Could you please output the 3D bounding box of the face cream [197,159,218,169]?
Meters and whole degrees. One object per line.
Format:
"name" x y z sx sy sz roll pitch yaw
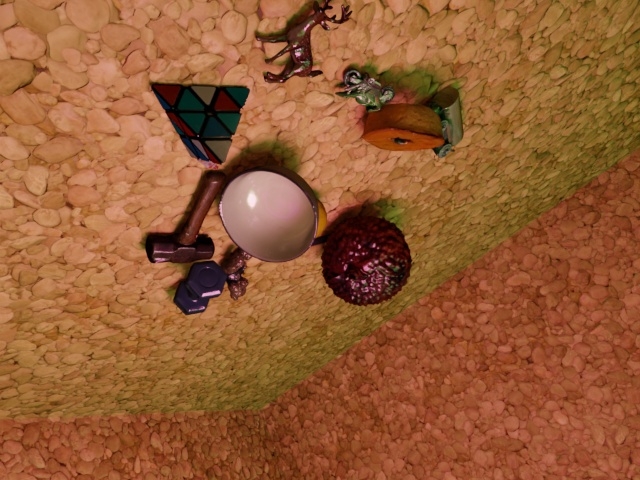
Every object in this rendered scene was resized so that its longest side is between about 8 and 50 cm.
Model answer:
"face cream" -0.359 -0.253 1.466 0.040 0.021 0.083 -35 149 11

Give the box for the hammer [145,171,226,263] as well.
"hammer" -0.439 -0.074 1.603 0.242 0.095 0.409 3 135 -41

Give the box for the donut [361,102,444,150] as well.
"donut" 0.288 -0.392 1.592 0.302 0.110 0.303 3 179 0

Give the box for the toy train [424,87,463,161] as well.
"toy train" 0.486 -0.443 1.770 0.189 0.127 0.307 -32 149 5

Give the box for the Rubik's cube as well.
"Rubik's cube" -0.320 -0.299 1.226 0.284 0.234 0.250 -38 147 17

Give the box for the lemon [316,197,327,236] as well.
"lemon" -0.057 -0.084 1.826 0.169 0.170 0.207 -18 155 -17

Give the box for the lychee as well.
"lychee" 0.199 0.092 2.039 0.424 0.425 0.500 -40 175 18

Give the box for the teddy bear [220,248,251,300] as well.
"teddy bear" -0.361 0.130 1.930 0.182 0.129 0.252 -54 156 -57

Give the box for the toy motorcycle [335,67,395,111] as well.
"toy motorcycle" 0.147 -0.476 1.469 0.190 0.074 0.106 17 117 -23

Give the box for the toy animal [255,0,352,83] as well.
"toy animal" -0.046 -0.549 1.252 0.259 0.087 0.243 -25 163 -10

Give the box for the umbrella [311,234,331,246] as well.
"umbrella" 0.000 -0.001 2.118 0.132 0.031 0.036 -16 156 -23

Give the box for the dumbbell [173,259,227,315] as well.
"dumbbell" -0.487 0.195 1.826 0.143 0.157 0.316 23 149 -19

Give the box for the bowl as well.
"bowl" -0.159 -0.117 1.607 0.354 0.353 0.185 -49 -173 31
